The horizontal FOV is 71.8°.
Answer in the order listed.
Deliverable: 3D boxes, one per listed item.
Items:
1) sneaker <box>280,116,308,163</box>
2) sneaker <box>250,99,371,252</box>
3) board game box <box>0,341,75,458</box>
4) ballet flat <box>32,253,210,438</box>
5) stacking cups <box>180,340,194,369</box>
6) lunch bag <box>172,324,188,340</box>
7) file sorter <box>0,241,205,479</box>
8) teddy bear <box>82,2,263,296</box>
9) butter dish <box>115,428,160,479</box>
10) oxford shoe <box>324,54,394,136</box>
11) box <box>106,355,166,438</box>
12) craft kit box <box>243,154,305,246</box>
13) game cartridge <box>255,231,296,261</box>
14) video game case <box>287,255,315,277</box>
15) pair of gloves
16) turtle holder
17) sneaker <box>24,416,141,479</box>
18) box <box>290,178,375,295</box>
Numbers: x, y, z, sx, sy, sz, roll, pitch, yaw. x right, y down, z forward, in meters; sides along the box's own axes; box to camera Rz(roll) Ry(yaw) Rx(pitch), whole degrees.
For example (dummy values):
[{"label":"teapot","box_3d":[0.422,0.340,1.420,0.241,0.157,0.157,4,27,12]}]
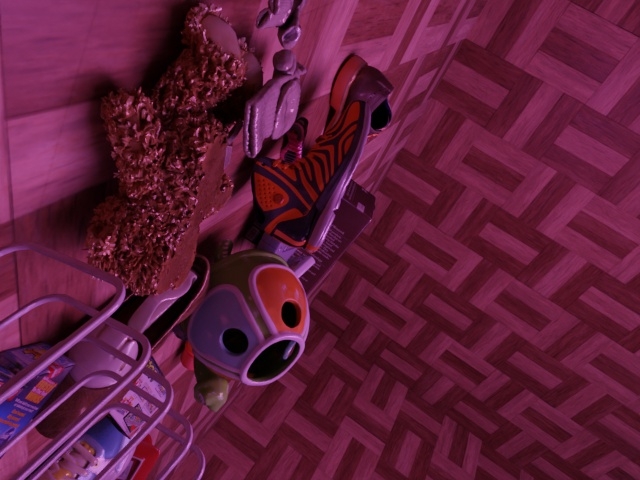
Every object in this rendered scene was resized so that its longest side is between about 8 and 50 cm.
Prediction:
[{"label":"sneaker","box_3d":[-0.050,-0.210,0.934,0.057,0.047,0.119,-63,179,-38]},{"label":"sneaker","box_3d":[-0.029,-0.151,0.845,0.124,0.180,0.320,143,-30,-77]},{"label":"board game box","box_3d":[-0.391,0.191,0.501,0.194,0.060,0.194,-54,168,-30]},{"label":"ballet flat","box_3d":[-0.278,0.130,0.670,0.124,0.116,0.342,-48,-179,45]},{"label":"stacking cups","box_3d":[-0.267,0.207,1.111,0.316,0.096,0.096,-60,170,31]},{"label":"lunch bag","box_3d":[-0.299,0.187,1.007,0.071,0.053,0.083,-48,178,-32]},{"label":"file sorter","box_3d":[-0.248,0.169,0.410,0.173,0.193,0.277,-46,140,-42]},{"label":"teddy bear","box_3d":[-0.171,-0.105,0.529,0.245,0.113,0.337,-52,166,-69]},{"label":"butter dish","box_3d":[-0.456,0.473,1.004,0.160,0.160,0.118,-58,-166,11]},{"label":"oxford shoe","box_3d":[0.097,-0.289,1.107,0.129,0.133,0.363,-54,171,-13]},{"label":"box","box_3d":[-0.348,0.256,0.796,0.114,0.036,0.206,-49,146,-39]},{"label":"craft kit box","box_3d":[-0.087,-0.077,1.175,0.249,0.061,0.246,-55,174,-4]},{"label":"game cartridge","box_3d":[-0.050,-0.069,1.062,0.294,0.060,0.196,-58,174,11]},{"label":"video game case","box_3d":[-0.150,0.118,1.189,0.227,0.026,0.206,-41,-159,-31]},{"label":"pair of gloves","box_3d":[-0.041,-0.237,0.552,0.204,0.042,0.239,-72,176,-61]},{"label":"turtle holder","box_3d":[-0.168,0.178,0.884,0.320,0.227,0.243,-36,141,-5]},{"label":"sneaker","box_3d":[-0.463,0.430,0.781,0.319,0.127,0.208,-54,172,-16]},{"label":"box","box_3d":[0.000,0.000,1.360,0.381,0.143,0.191,-49,-172,25]}]
